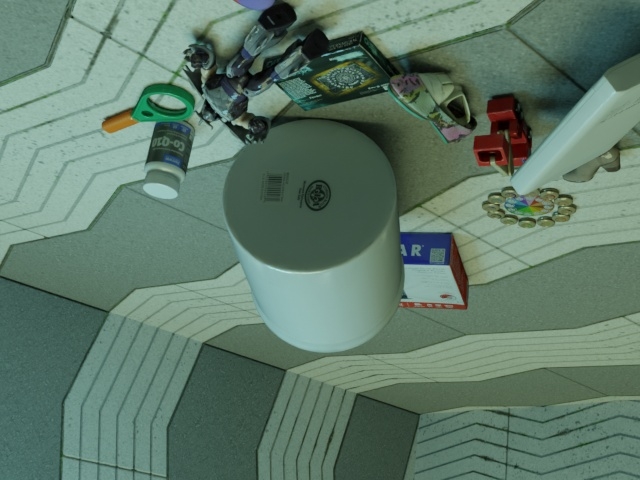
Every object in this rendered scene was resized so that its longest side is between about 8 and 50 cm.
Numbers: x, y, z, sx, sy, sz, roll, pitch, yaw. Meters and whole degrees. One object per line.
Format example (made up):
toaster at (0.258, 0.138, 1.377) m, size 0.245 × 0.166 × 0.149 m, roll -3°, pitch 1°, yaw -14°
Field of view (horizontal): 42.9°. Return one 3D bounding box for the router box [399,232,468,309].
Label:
router box at (0.174, 0.077, 1.981) m, size 0.335 × 0.082 × 0.301 m, roll 1°, pitch 157°, yaw 19°

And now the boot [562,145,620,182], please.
boot at (0.460, -0.143, 1.410) m, size 0.118 × 0.042 × 0.087 m, roll -12°, pitch 144°, yaw 38°

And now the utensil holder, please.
utensil holder at (0.000, 0.000, 1.548) m, size 0.327 × 0.328 × 0.385 m, roll 5°, pitch 155°, yaw 7°

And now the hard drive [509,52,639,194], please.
hard drive at (0.416, -0.181, 1.177) m, size 0.203 × 0.040 × 0.307 m, roll -27°, pitch 166°, yaw -19°

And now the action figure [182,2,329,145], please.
action figure at (-0.120, -0.249, 1.251) m, size 0.185 × 0.099 × 0.285 m, roll 42°, pitch 137°, yaw -15°

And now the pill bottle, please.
pill bottle at (-0.284, -0.152, 1.517) m, size 0.078 × 0.137 × 0.078 m, roll 7°, pitch 158°, yaw 3°

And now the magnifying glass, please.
magnifying glass at (-0.320, -0.235, 1.486) m, size 0.231 × 0.026 × 0.092 m, roll -13°, pitch 150°, yaw 38°

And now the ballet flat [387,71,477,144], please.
ballet flat at (0.186, -0.219, 1.287) m, size 0.079 × 0.077 × 0.221 m, roll -32°, pitch 149°, yaw 22°

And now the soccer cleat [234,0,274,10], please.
soccer cleat at (-0.137, -0.356, 1.024) m, size 0.083 × 0.095 × 0.248 m, roll -3°, pitch 155°, yaw 26°

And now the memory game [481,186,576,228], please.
memory game at (0.421, -0.065, 1.641) m, size 0.186 × 0.012 × 0.186 m, roll 8°, pitch 158°, yaw 3°

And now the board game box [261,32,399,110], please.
board game box at (0.017, -0.263, 1.287) m, size 0.186 × 0.026 × 0.126 m, roll -7°, pitch 153°, yaw 33°

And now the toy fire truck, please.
toy fire truck at (0.297, -0.153, 1.308) m, size 0.047 × 0.135 × 0.192 m, roll -3°, pitch 155°, yaw 27°
